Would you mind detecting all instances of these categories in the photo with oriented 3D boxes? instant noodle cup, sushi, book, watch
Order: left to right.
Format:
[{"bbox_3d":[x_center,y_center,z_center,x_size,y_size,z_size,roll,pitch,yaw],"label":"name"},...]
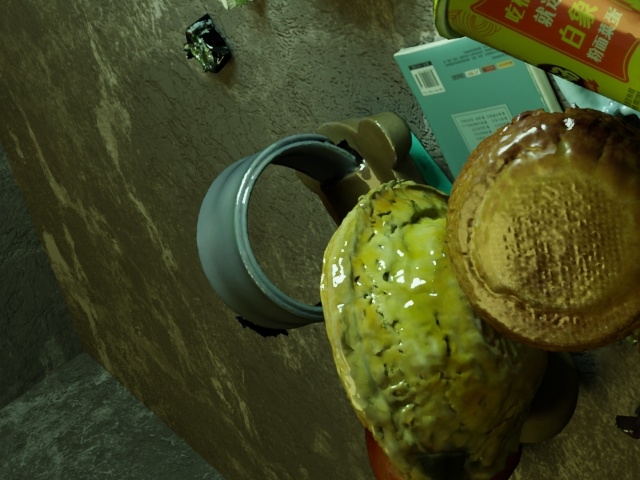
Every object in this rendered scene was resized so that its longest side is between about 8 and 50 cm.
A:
[{"bbox_3d":[-0.205,-0.351,2.017,0.083,0.056,0.084,43,152,4],"label":"sushi"},{"bbox_3d":[0.000,0.000,1.693,0.335,0.327,0.314,59,153,-9],"label":"watch"},{"bbox_3d":[0.264,-0.118,1.551,0.264,0.031,0.379,0,123,58],"label":"book"},{"bbox_3d":[0.282,-0.273,1.061,0.222,0.311,0.311,34,149,16],"label":"instant noodle cup"}]

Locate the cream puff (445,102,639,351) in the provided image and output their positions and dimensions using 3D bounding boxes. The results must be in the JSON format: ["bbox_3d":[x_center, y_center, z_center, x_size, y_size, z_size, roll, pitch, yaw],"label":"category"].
[{"bbox_3d":[0.294,-0.016,1.321,0.303,0.212,0.303,5,109,14],"label":"cream puff"}]

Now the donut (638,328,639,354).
[{"bbox_3d":[0.532,0.150,1.315,0.303,0.110,0.302,37,140,38],"label":"donut"}]

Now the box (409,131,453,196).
[{"bbox_3d":[0.125,-0.085,1.805,0.161,0.042,0.226,52,154,3],"label":"box"}]

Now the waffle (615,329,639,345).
[{"bbox_3d":[0.371,0.049,1.492,0.214,0.054,0.207,31,144,34],"label":"waffle"}]

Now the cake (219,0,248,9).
[{"bbox_3d":[-0.170,-0.488,1.750,0.117,0.086,0.220,33,147,35],"label":"cake"}]

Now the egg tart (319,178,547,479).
[{"bbox_3d":[0.189,0.113,1.500,0.178,0.443,0.443,-22,105,40],"label":"egg tart"}]

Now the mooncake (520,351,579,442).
[{"bbox_3d":[0.277,0.218,1.734,0.235,0.235,0.117,37,154,30],"label":"mooncake"}]

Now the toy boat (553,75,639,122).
[{"bbox_3d":[0.325,-0.200,1.302,0.207,0.079,0.134,59,156,-14],"label":"toy boat"}]

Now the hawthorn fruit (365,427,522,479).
[{"bbox_3d":[0.209,0.347,1.961,0.299,0.275,0.275,62,156,14],"label":"hawthorn fruit"}]

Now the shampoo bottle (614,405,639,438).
[{"bbox_3d":[0.498,0.236,1.556,0.068,0.067,0.236,40,152,6],"label":"shampoo bottle"}]
